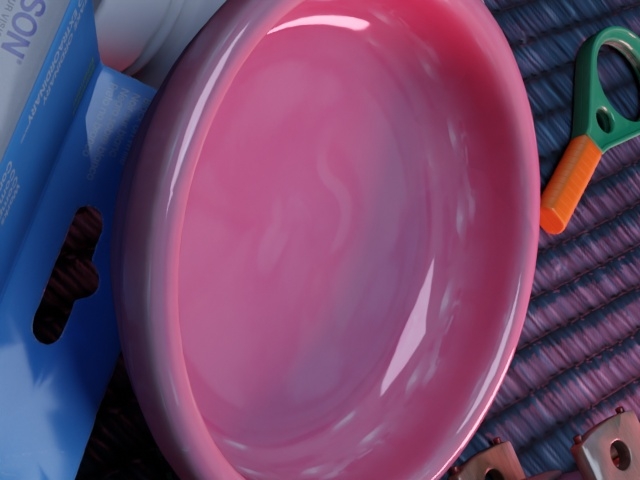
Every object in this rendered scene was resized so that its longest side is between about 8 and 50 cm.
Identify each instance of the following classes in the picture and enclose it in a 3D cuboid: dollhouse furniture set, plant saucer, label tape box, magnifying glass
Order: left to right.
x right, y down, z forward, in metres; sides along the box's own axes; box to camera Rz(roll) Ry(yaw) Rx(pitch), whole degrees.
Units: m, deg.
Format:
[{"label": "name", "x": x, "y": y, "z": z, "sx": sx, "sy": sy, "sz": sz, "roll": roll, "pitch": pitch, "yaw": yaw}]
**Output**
[{"label": "label tape box", "x": -0.225, "y": -0.049, "z": 0.850, "sx": 0.348, "sy": 0.115, "sz": 0.249, "roll": 26, "pitch": 68, "yaw": -18}, {"label": "plant saucer", "x": 0.000, "y": 0.000, "z": 0.977, "sx": 0.332, "sy": 0.084, "sz": 0.332, "roll": -12, "pitch": 105, "yaw": -48}, {"label": "magnifying glass", "x": 0.224, "y": -0.090, "z": 1.418, "sx": 0.092, "sy": 0.026, "sz": 0.231, "roll": 49, "pitch": 46, "yaw": -19}, {"label": "dollhouse furniture set", "x": 0.210, "y": 0.174, "z": 1.230, "sx": 0.184, "sy": 0.129, "sz": 0.129, "roll": -25, "pitch": 92, "yaw": -44}]

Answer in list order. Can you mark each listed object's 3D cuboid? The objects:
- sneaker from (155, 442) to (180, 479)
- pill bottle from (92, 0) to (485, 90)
[{"label": "sneaker", "x": -0.071, "y": 0.153, "z": 1.025, "sx": 0.098, "sy": 0.083, "sz": 0.223, "roll": 33, "pitch": 44, "yaw": -15}, {"label": "pill bottle", "x": -0.042, "y": -0.139, "z": 1.090, "sx": 0.283, "sy": 0.160, "sz": 0.160, "roll": 14, "pitch": 65, "yaw": -39}]
